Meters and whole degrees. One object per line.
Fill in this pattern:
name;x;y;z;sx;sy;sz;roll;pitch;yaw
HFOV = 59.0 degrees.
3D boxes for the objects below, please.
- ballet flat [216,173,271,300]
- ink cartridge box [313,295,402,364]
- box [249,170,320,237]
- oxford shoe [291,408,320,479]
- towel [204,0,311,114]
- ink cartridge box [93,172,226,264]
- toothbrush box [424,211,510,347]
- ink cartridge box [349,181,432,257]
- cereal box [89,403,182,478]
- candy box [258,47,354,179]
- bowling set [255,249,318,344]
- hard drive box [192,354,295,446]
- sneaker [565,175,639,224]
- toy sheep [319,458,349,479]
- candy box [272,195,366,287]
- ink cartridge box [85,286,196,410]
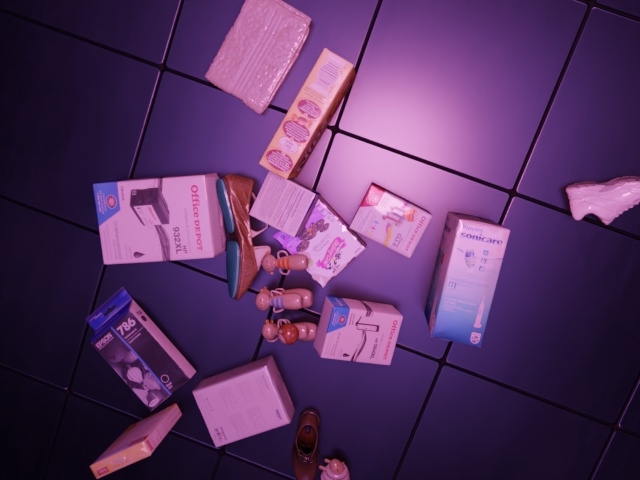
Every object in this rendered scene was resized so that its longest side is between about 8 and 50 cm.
ballet flat;-0.201;-0.012;1.531;0.124;0.116;0.342;-8;94;-25
ink cartridge box;0.101;0.241;1.507;0.203;0.086;0.148;10;101;-18
box;-0.091;-0.094;1.452;0.137;0.072;0.126;28;98;7
oxford shoe;-0.046;0.604;1.606;0.083;0.096;0.227;2;100;4
towel;-0.162;-0.499;1.482;0.187;0.049;0.282;33;101;2
ink cartridge box;-0.429;-0.060;1.531;0.307;0.129;0.223;-4;98;6
toothbrush box;0.361;0.088;1.427;0.126;0.216;0.295;13;100;4
ink cartridge box;0.182;-0.055;1.469;0.176;0.127;0.128;26;100;1
cereal box;-0.505;0.552;1.572;0.173;0.240;0.047;-26;95;9
candy box;-0.027;-0.310;1.425;0.087;0.183;0.316;32;100;1
bowling set;-0.112;0.184;1.470;0.154;0.200;0.287;-1;111;16
hard drive box;-0.215;0.456;1.604;0.232;0.089;0.181;-20;96;9
sneaker;0.747;-0.099;1.433;0.232;0.090;0.115;-5;104;16
toy sheep;0.040;0.681;1.615;0.091;0.091;0.132;4;112;5
candy box;0.000;0.000;1.524;0.165;0.070;0.196;-44;91;10
ink cartridge box;-0.530;0.313;1.631;0.165;0.065;0.332;-41;91;10
